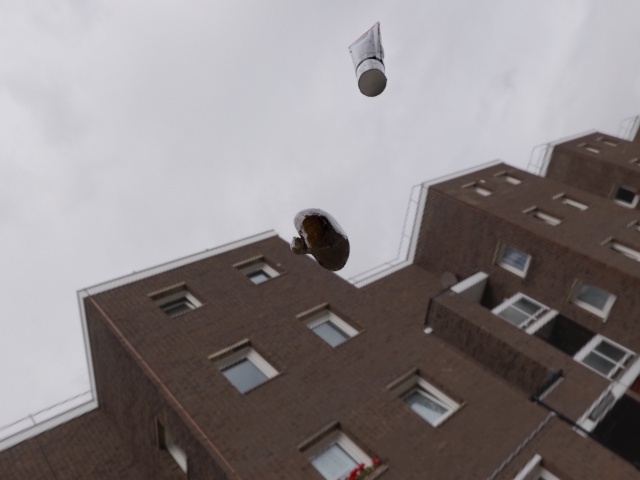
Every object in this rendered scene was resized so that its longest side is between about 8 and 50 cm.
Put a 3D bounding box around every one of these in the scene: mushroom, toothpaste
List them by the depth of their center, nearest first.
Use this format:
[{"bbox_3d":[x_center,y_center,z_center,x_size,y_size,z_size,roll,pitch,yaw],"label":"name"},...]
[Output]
[{"bbox_3d":[0.078,-0.300,0.849,0.071,0.194,0.045,-35,-56,25],"label":"toothpaste"},{"bbox_3d":[0.000,0.000,0.921,0.087,0.127,0.127,-36,-36,14],"label":"mushroom"}]
